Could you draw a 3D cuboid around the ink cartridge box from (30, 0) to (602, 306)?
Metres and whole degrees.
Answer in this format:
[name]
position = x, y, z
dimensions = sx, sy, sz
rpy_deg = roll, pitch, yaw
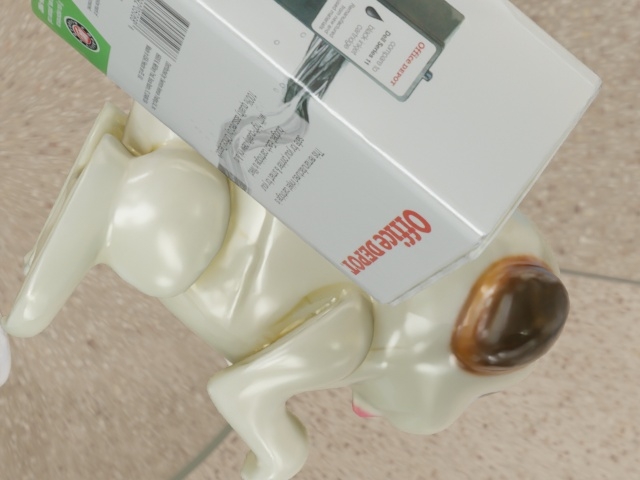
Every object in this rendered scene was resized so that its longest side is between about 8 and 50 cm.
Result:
[ink cartridge box]
position = -0.010, -0.078, 0.603
dimensions = 0.208, 0.153, 0.087
rpy_deg = 40, 74, -3

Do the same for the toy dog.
[toy dog]
position = 0.000, 0.000, 1.223
dimensions = 0.408, 0.284, 0.395
rpy_deg = 29, 88, -12

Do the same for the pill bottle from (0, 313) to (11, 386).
[pill bottle]
position = -0.442, 0.116, 1.359
dimensions = 0.283, 0.161, 0.161
rpy_deg = -25, 100, -31
